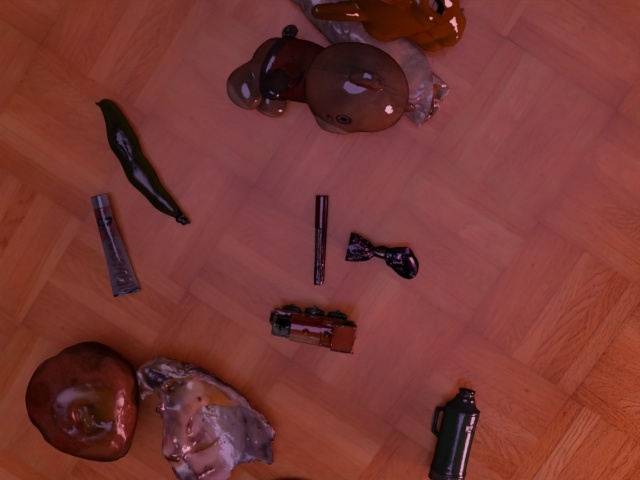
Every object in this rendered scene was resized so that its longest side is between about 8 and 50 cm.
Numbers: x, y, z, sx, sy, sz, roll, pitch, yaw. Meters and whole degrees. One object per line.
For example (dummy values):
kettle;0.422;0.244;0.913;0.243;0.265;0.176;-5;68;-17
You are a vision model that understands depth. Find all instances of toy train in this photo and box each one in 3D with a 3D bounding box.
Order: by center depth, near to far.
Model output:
toy train;-0.015;0.168;1.624;0.175;0.118;0.074;10;94;1

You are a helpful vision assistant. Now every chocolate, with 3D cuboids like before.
chocolate;0.121;0.027;1.633;0.147;0.072;0.070;13;56;-6

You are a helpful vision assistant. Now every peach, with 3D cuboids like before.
peach;-0.441;0.315;1.627;0.214;0.214;0.236;-35;89;7

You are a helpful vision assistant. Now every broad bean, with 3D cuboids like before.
broad bean;-0.357;-0.145;1.650;0.060;0.043;0.298;-32;95;-4

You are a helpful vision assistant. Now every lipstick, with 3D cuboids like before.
lipstick;0.001;0.000;1.650;0.027;0.027;0.177;2;98;4

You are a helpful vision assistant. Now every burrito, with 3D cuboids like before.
burrito;0.084;-0.382;1.577;0.392;0.076;0.117;44;78;-3

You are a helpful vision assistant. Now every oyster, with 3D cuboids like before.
oyster;-0.228;0.358;1.671;0.275;0.100;0.271;1;93;-19

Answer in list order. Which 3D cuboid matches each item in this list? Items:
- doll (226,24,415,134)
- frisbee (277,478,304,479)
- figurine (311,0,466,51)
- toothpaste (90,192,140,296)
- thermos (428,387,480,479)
doll;0.004;-0.285;1.513;0.329;0.235;0.174;17;90;25
frisbee;-0.056;0.607;1.727;0.250;0.021;0.251;0;96;4
figurine;0.125;-0.550;1.460;0.400;0.268;0.388;6;83;-8
toothpaste;-0.412;0.009;1.677;0.056;0.036;0.205;-13;99;4
thermos;0.266;0.381;1.659;0.073;0.083;0.188;10;96;-19
